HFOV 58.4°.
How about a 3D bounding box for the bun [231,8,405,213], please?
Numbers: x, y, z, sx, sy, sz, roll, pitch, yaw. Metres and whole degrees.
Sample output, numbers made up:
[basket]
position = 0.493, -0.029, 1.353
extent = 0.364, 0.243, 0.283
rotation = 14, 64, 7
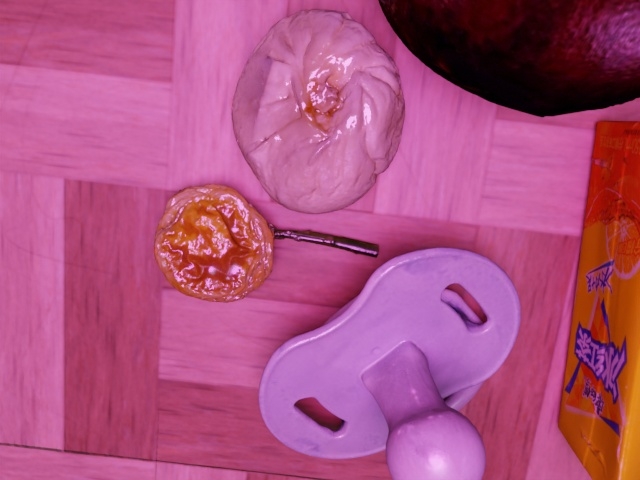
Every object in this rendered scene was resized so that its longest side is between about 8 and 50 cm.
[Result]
[bun]
position = -0.002, -0.115, 0.537
extent = 0.164, 0.111, 0.188
rotation = 26, 106, -2

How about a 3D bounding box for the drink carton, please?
[drink carton]
position = 0.324, 0.065, 0.549
extent = 0.111, 0.154, 0.351
rotation = 1, 103, 2

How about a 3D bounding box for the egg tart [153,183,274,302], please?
[egg tart]
position = -0.107, 0.003, 0.598
extent = 0.130, 0.052, 0.130
rotation = 1, 103, 3

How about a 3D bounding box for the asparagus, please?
[asparagus]
position = 0.000, 0.000, 0.613
extent = 0.127, 0.015, 0.018
rotation = 11, 102, -1

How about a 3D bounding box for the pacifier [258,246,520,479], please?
[pacifier]
position = 0.086, 0.154, 0.547
extent = 0.287, 0.226, 0.238
rotation = -35, 119, 10

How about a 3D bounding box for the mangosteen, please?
[mangosteen]
position = 0.180, -0.238, 0.410
extent = 0.297, 0.293, 0.297
rotation = 0, 91, -2
